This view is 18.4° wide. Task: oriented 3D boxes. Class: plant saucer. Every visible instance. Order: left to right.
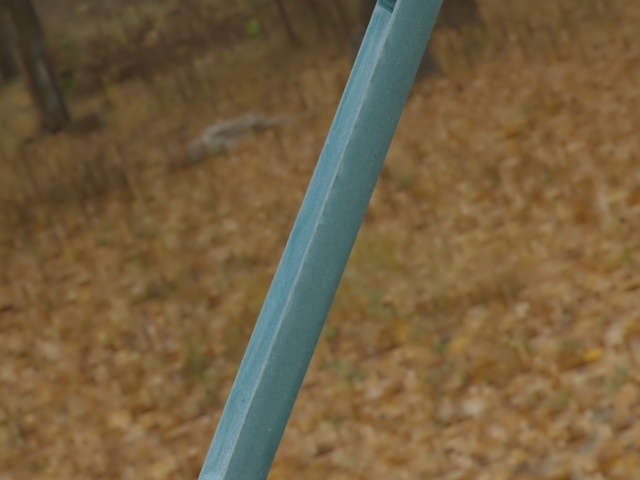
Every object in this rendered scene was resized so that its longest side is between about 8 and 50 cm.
[{"bbox_3d":[0.000,0.000,0.676,0.018,0.192,0.067,22,-5,-6],"label":"plant saucer"}]
